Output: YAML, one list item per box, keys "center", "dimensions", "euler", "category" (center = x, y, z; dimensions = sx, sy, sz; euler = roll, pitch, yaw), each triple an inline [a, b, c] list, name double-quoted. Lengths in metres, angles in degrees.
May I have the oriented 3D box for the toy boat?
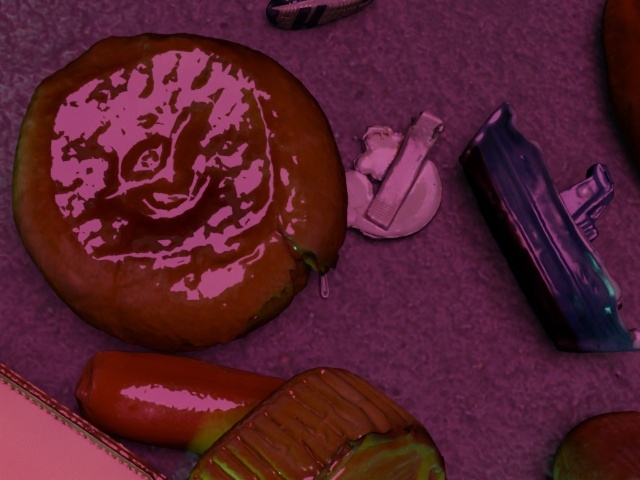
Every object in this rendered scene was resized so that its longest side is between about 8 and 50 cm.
- center: [0.267, -0.014, 1.264]
  dimensions: [0.142, 0.129, 0.309]
  euler: [-27, 82, 0]
  category: "toy boat"

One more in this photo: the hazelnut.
- center: [0.319, 0.253, 1.195]
  dimensions: [0.150, 0.150, 0.150]
  euler: [2, 75, -8]
  category: "hazelnut"

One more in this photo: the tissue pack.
- center: [-0.292, 0.207, 1.085]
  dimensions: [0.274, 0.194, 0.145]
  euler: [33, 73, 2]
  category: "tissue pack"

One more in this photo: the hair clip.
- center: [0.083, -0.066, 1.295]
  dimensions: [0.116, 0.049, 0.172]
  euler: [29, 77, 4]
  category: "hair clip"

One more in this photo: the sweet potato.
- center: [0.400, -0.138, 1.334]
  dimensions: [0.112, 0.112, 0.359]
  euler: [-23, 83, -14]
  category: "sweet potato"

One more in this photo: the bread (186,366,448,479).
- center: [-0.010, 0.253, 1.107]
  dimensions: [0.253, 0.227, 0.142]
  euler: [-40, 51, -11]
  category: "bread"

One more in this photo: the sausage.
- center: [-0.129, 0.167, 1.173]
  dimensions: [0.238, 0.098, 0.098]
  euler: [12, 74, -7]
  category: "sausage"

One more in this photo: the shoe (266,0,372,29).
- center: [0.000, -0.288, 1.333]
  dimensions: [0.143, 0.064, 0.071]
  euler: [-24, 81, -17]
  category: "shoe"

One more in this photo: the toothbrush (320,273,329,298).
- center: [0.000, 0.000, 1.281]
  dimensions: [0.011, 0.013, 0.131]
  euler: [-4, 77, 0]
  category: "toothbrush"

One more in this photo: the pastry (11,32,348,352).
- center: [-0.144, -0.055, 1.198]
  dimensions: [0.356, 0.164, 0.356]
  euler: [1, 81, -7]
  category: "pastry"
